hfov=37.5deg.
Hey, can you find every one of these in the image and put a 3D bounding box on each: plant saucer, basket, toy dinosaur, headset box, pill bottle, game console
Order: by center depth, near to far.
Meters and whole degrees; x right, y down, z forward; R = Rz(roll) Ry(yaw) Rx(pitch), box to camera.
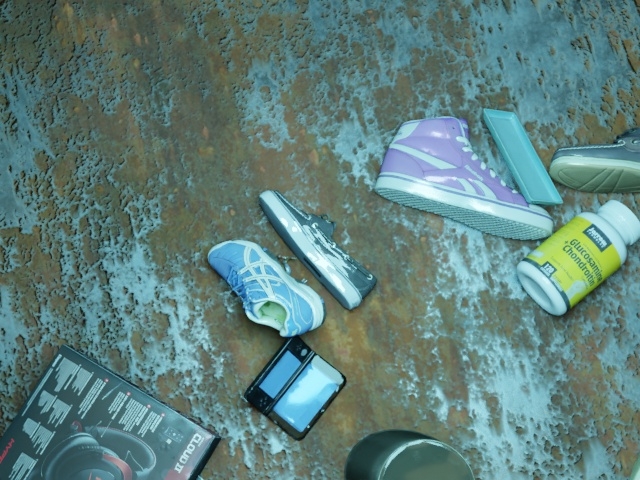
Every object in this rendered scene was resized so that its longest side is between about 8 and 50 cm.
[{"bbox_3d":[0.136,0.341,1.304,0.204,0.227,0.154,22,78,4],"label":"basket"},{"bbox_3d":[-0.300,0.319,1.367,0.293,0.110,0.218,29,79,6],"label":"headset box"},{"bbox_3d":[-0.036,0.220,1.413,0.071,0.107,0.122,31,77,35],"label":"game console"},{"bbox_3d":[0.398,0.022,1.438,0.184,0.103,0.103,-39,80,-8],"label":"pill bottle"},{"bbox_3d":[0.312,-0.130,1.472,0.067,0.018,0.192,3,50,-30],"label":"plant saucer"},{"bbox_3d":[-0.054,0.066,1.472,0.090,0.047,0.082,2,85,34],"label":"toy dinosaur"}]

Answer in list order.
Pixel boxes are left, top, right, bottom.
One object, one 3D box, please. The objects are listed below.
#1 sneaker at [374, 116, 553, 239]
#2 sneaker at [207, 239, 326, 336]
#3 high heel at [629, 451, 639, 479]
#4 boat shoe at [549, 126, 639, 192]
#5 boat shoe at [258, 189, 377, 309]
[{"bbox_3d":[0.241,-0.108,1.471,0.282,0.102,0.161,20,75,4],"label":"sneaker"},{"bbox_3d":[-0.092,0.069,1.417,0.211,0.080,0.081,32,36,22],"label":"sneaker"},{"bbox_3d":[0.572,0.330,1.372,0.186,0.093,0.261,35,71,13],"label":"high heel"},{"bbox_3d":[0.496,-0.130,1.478,0.285,0.103,0.092,1,72,-4],"label":"boat shoe"},{"bbox_3d":[0.000,0.000,1.458,0.076,0.080,0.228,-40,82,-14],"label":"boat shoe"}]
